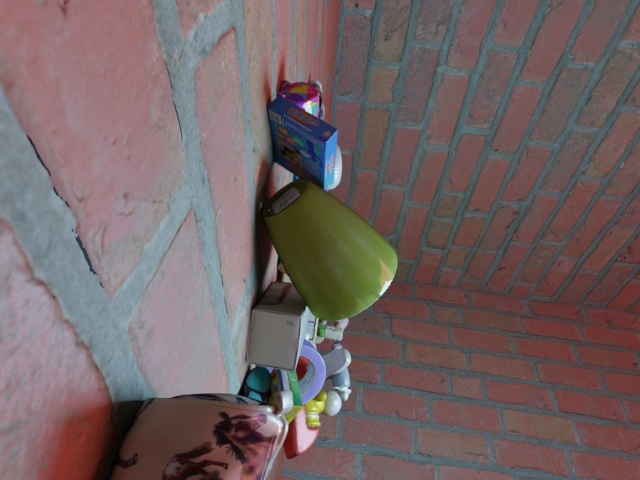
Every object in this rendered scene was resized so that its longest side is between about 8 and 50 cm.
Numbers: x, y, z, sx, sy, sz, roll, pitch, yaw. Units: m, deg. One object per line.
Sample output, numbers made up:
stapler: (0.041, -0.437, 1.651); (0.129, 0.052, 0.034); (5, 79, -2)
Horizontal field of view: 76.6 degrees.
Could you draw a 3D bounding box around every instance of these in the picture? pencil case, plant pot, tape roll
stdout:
pencil case: (-0.058, -0.292, 1.052); (0.236, 0.104, 0.104); (90, 7, -51)
plant pot: (0.000, 0.000, 1.003); (0.293, 0.274, 0.275); (51, 29, -28)
pencil case: (-0.134, 0.342, 0.373); (0.160, 0.183, 0.411); (91, 7, -62)
tape roll: (-0.084, 0.391, 1.218); (0.080, 0.188, 0.189); (-157, -106, -73)

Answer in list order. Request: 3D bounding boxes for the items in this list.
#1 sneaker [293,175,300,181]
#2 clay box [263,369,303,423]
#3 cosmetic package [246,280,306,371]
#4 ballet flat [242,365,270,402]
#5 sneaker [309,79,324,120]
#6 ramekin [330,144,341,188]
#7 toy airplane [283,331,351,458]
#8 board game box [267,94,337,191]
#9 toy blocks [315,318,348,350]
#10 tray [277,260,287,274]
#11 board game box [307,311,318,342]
sneaker: (-0.053, -0.195, 1.448); (0.083, 0.087, 0.221); (62, 36, -86)
clay box: (-0.127, 0.441, 1.078); (0.222, 0.053, 0.127); (-56, -147, 29)
cosmetic package: (-0.105, 0.225, 1.136); (0.296, 0.129, 0.153); (-64, 163, -83)
ballet flat: (-0.170, 0.388, 0.998); (0.203, 0.074, 0.074); (-94, -169, -74)
sneaker: (-0.021, -0.508, 1.524); (0.170, 0.063, 0.075); (87, 9, -48)
ramekin: (0.007, -0.288, 1.549); (0.207, 0.109, 0.207); (177, -90, -76)
toy airplane: (-0.046, 0.530, 1.458); (0.384, 0.272, 0.386); (-63, -163, -8)
board game box: (-0.040, -0.216, 0.948); (0.047, 0.160, 0.210); (-51, 166, -20)
toy blocks: (-0.001, 0.370, 1.937); (0.260, 0.288, 0.309); (-65, 160, -62)
tray: (-0.043, -0.028, 1.482); (0.203, 0.076, 0.411); (-54, -174, 16)
board game box: (-0.082, 0.325, 1.670); (0.045, 0.146, 0.194); (82, 17, -79)
